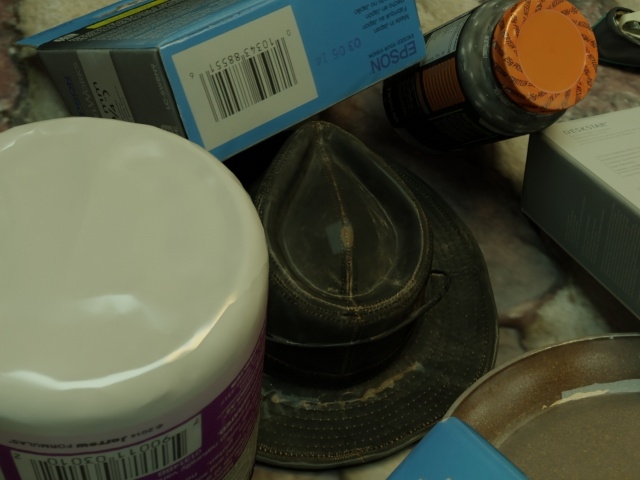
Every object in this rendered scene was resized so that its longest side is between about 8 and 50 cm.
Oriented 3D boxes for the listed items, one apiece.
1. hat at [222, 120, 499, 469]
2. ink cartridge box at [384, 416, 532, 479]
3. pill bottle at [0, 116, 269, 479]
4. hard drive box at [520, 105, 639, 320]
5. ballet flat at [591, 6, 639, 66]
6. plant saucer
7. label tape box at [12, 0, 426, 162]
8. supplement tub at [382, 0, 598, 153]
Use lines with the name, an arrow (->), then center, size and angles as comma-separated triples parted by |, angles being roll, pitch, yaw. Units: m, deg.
hat -> 0.000, 0.000, 0.692 | 0.331, 0.134, 0.331 | 3, 52, -3
ink cartridge box -> 0.101, 0.297, 0.290 | 0.285, 0.166, 0.395 | -47, 40, -3
pill bottle -> -0.117, 0.091, 0.494 | 0.169, 0.301, 0.169 | 4, 52, -4
hard drive box -> 0.307, -0.024, 0.731 | 0.181, 0.089, 0.232 | -13, 36, -16
ballet flat -> 0.393, -0.210, 0.946 | 0.203, 0.074, 0.074 | 13, 51, 3
plant saucer -> 0.224, 0.170, 0.575 | 0.311, 0.050, 0.310 | -7, 31, 4
label tape box -> -0.105, -0.174, 0.811 | 0.241, 0.106, 0.334 | -30, 26, -27
supplement tub -> 0.144, -0.142, 0.772 | 0.117, 0.190, 0.117 | 1, 88, -23
